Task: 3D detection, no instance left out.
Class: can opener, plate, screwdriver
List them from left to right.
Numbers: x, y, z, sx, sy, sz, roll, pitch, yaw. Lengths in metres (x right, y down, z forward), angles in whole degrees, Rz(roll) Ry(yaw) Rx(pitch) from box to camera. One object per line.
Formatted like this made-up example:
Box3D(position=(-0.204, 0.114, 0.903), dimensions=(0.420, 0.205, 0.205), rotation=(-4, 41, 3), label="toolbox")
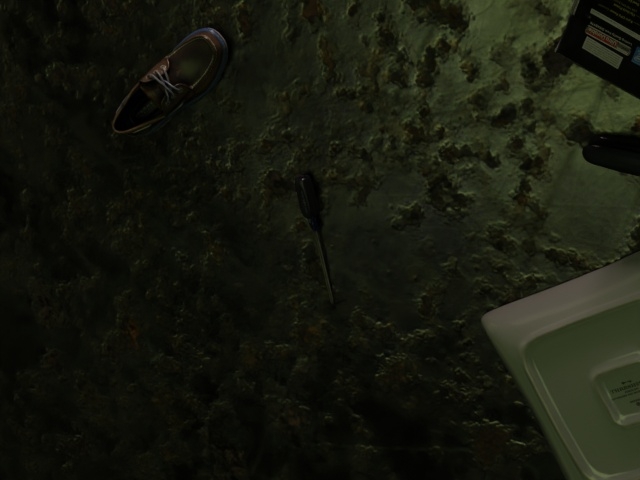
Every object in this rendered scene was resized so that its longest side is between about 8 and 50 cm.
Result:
Box3D(position=(0.000, 0.000, 1.460), dimensions=(0.025, 0.024, 0.169), rotation=(-18, 109, 0), label="screwdriver")
Box3D(position=(0.351, 0.162, 1.342), dimensions=(0.277, 0.045, 0.278), rotation=(-26, 97, 29), label="plate")
Box3D(position=(0.361, -0.076, 1.238), dimensions=(0.186, 0.059, 0.073), rotation=(15, 115, 19), label="can opener")

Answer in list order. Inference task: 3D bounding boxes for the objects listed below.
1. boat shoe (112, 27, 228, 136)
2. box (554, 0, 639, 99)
Box3D(position=(-0.182, -0.181, 1.444), dimensions=(0.066, 0.066, 0.183), rotation=(48, 121, 1), label="boat shoe")
Box3D(position=(0.400, -0.216, 1.095), dimensions=(0.322, 0.079, 0.257), rotation=(34, 133, 24), label="box")
